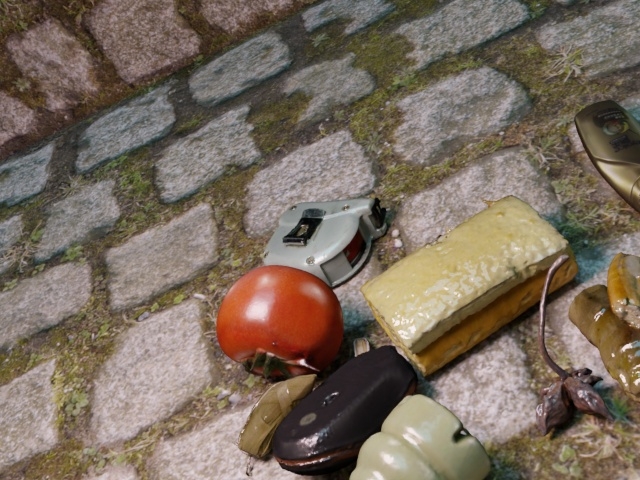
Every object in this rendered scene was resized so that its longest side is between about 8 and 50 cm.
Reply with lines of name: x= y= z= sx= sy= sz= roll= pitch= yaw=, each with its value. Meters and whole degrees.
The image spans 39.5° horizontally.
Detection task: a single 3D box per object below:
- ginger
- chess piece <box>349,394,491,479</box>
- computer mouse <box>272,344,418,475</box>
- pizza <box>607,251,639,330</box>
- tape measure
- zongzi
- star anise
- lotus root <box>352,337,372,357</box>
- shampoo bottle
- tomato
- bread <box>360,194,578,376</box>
ginger: x=0.517 y=0.166 z=1.501 sx=0.109 sy=0.116 sz=0.263 roll=8 pitch=25 yaw=-17
chess piece: x=0.059 y=0.445 z=1.392 sx=0.442 sy=0.234 sz=0.234 roll=-42 pitch=36 yaw=-22
computer mouse: x=0.051 y=0.319 z=1.629 sx=0.323 sy=0.116 sz=0.183 roll=-38 pitch=23 yaw=-31
pizza: x=0.609 y=0.107 z=1.440 sx=0.297 sy=0.071 sz=0.189 roll=21 pitch=35 yaw=16
tape measure: x=0.001 y=-0.001 z=2.061 sx=0.243 sy=0.125 sz=0.246 roll=-2 pitch=42 yaw=34
zongzi: x=-0.085 y=0.339 z=1.683 sx=0.189 sy=0.081 sz=0.178 roll=-55 pitch=8 yaw=-31
star anise: x=0.398 y=0.177 z=1.467 sx=0.218 sy=0.227 sz=0.148 roll=-41 pitch=16 yaw=-21
lotus root: x=0.088 y=0.228 z=1.791 sx=0.037 sy=0.030 sz=0.083 roll=-25 pitch=32 yaw=11
shampoo bottle: x=0.637 y=-0.172 z=1.854 sx=0.125 sy=0.084 sz=0.350 roll=-21 pitch=36 yaw=9
tomato: x=-0.080 y=0.168 z=1.796 sx=0.255 sy=0.256 sz=0.224 roll=-1 pitch=62 yaw=35
bread: x=0.283 y=0.071 z=1.733 sx=0.375 sy=0.165 sz=0.236 roll=-32 pitch=39 yaw=-3
